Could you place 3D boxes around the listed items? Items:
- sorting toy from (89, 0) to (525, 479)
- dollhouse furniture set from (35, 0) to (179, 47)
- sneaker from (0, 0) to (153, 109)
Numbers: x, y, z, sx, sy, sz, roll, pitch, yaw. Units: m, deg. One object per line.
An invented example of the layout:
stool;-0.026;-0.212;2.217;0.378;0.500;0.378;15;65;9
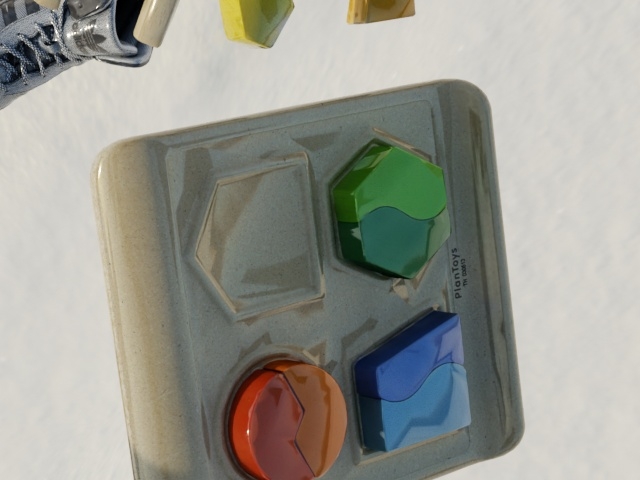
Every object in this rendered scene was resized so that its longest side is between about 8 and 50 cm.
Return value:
sorting toy;0.000;-0.010;0.848;0.229;0.041;0.307;-13;101;-32
dollhouse furniture set;-0.127;-0.173;0.565;0.212;0.242;0.161;20;114;-4
sneaker;-0.254;-0.183;1.572;0.268;0.153;0.101;-44;128;-28
